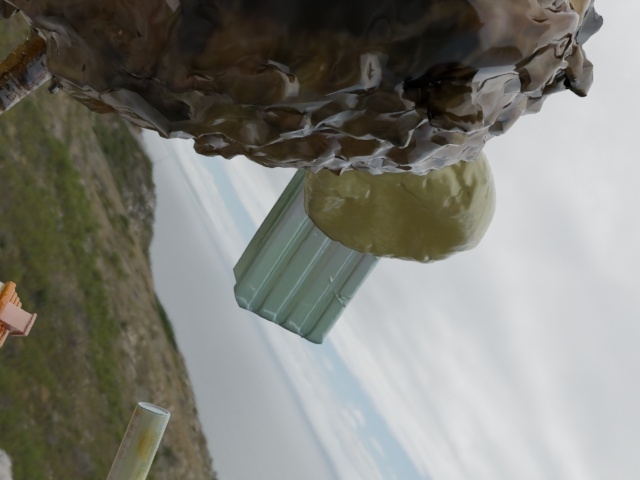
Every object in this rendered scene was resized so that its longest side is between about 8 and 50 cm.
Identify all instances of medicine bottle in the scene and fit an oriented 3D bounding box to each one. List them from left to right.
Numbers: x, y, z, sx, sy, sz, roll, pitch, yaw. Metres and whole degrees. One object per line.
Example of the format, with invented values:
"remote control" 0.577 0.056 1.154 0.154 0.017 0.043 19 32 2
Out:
"medicine bottle" -0.327 0.392 1.298 0.074 0.218 0.074 21 -5 2

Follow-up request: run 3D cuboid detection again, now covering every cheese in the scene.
"cheese" 0.088 -0.057 0.836 0.214 0.117 0.226 22 -22 1

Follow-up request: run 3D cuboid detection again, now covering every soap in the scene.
"soap" 0.000 0.000 1.153 0.173 0.289 0.095 29 15 -20

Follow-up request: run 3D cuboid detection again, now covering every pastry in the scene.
"pastry" -0.034 -0.190 0.470 0.405 0.292 0.337 18 14 25

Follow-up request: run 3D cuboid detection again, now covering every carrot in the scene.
"carrot" -0.347 -0.247 0.963 0.066 0.314 0.066 43 -7 7

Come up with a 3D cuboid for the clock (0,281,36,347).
"clock" -0.641 0.087 1.313 0.255 0.220 0.106 45 51 -43
